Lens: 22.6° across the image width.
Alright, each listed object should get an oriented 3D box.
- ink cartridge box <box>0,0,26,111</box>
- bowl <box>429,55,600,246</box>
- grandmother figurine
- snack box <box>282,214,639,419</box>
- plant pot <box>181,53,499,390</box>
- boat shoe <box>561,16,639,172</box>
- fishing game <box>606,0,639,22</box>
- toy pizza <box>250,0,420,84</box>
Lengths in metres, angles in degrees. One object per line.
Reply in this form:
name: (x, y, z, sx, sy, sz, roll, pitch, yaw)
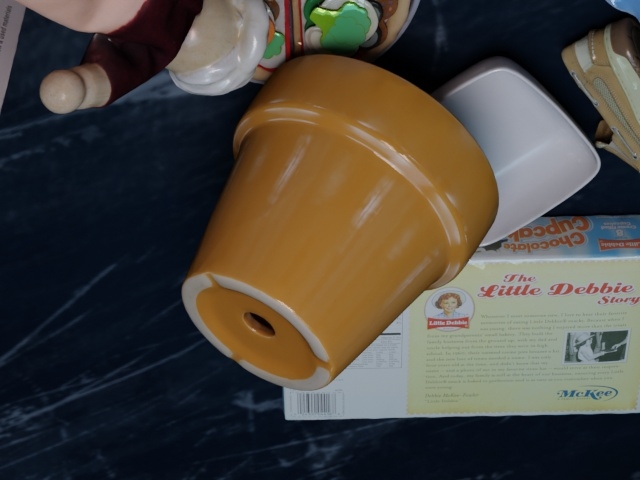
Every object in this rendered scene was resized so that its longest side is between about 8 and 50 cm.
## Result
ink cartridge box: (-0.351, -0.100, 1.021, 0.270, 0.197, 0.198, 19, 127, -16)
bowl: (0.131, -0.076, 1.263, 0.142, 0.053, 0.142, -35, 123, 25)
grandmother figurine: (-0.130, -0.178, 1.026, 0.208, 0.104, 0.342, -61, 153, -1)
snack box: (0.125, 0.068, 1.378, 0.322, 0.060, 0.187, -1, 130, 0)
plant pot: (0.000, 0.000, 1.186, 0.205, 0.188, 0.205, 25, 149, 16)
boat shoe: (0.249, -0.088, 1.256, 0.072, 0.068, 0.190, -18, 119, 29)
fishing game: (0.265, -0.215, 1.127, 0.264, 0.041, 0.189, 35, 134, -18)
toy pizza: (-0.023, -0.192, 1.178, 0.201, 0.032, 0.201, 0, 130, -1)
